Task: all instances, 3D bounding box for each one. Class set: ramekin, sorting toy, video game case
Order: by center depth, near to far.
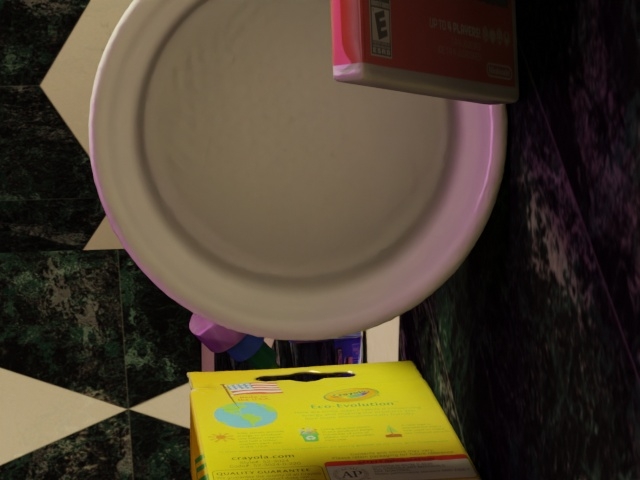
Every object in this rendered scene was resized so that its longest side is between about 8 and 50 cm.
[{"bbox_3d":[0.062,-0.229,1.003,0.204,0.025,0.285,0,-92,-59],"label":"video game case"},{"bbox_3d":[-0.016,-0.077,1.167,0.135,0.277,0.277,-108,17,-84],"label":"ramekin"},{"bbox_3d":[-0.064,0.024,1.890,0.126,0.127,0.365,48,-154,-26],"label":"sorting toy"}]

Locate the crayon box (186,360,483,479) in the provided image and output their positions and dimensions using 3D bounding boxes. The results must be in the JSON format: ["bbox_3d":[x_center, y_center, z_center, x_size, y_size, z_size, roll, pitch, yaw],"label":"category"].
[{"bbox_3d":[0.008,0.184,1.274,0.318,0.202,0.081,-114,24,-71],"label":"crayon box"}]

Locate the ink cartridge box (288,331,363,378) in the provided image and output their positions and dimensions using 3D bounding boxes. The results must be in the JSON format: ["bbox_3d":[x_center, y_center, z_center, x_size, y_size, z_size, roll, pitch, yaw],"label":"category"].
[{"bbox_3d":[0.000,0.000,1.753,0.186,0.065,0.311,153,113,-81],"label":"ink cartridge box"}]
